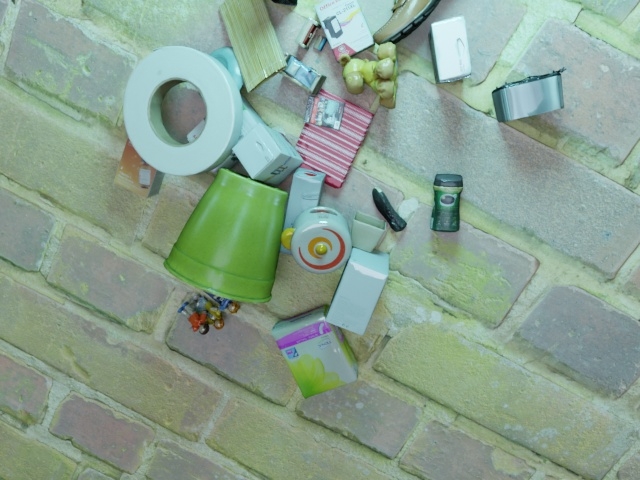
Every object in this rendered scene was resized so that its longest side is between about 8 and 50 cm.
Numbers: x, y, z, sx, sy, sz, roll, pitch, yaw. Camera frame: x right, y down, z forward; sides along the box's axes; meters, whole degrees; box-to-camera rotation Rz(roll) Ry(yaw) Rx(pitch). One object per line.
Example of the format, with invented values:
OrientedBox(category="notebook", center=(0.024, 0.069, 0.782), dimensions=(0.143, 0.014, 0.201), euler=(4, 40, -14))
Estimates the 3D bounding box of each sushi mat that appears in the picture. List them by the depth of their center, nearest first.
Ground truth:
OrientedBox(category="sushi mat", center=(-0.208, -0.623, 1.511), dimensions=(0.151, 0.019, 0.317), euler=(-25, 78, 27))

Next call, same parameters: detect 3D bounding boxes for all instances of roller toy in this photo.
OrientedBox(category="roller toy", center=(0.000, 0.000, 1.561), dimensions=(0.191, 0.146, 0.209), euler=(-38, 110, 15))

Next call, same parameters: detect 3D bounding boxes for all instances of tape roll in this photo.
OrientedBox(category="tape roll", center=(-0.430, -0.398, 1.546), dimensions=(0.391, 0.072, 0.393), euler=(3, 101, 15))

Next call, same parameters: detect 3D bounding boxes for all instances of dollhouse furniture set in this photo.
OrientedBox(category="dollhouse furniture set", center=(-0.028, -0.562, 1.517), dimensions=(0.129, 0.129, 0.184), euler=(31, 107, -2))

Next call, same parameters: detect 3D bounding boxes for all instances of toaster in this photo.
OrientedBox(category="toaster", center=(0.603, -0.416, 1.442), dimensions=(0.167, 0.186, 0.110), euler=(-12, 99, 10))

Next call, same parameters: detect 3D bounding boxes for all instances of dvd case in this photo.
OrientedBox(category="dvd case", center=(0.012, -0.409, 1.589), dimensions=(0.119, 0.013, 0.087), euler=(14, 105, 7))

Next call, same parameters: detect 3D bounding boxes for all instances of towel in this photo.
OrientedBox(category="towel", center=(0.032, -0.328, 1.627), dimensions=(0.198, 0.031, 0.275), euler=(26, 106, 2))

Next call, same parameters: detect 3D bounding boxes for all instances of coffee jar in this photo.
OrientedBox(category="coffee jar", center=(0.408, -0.123, 1.605), dimensions=(0.096, 0.079, 0.185), euler=(4, 107, 10))

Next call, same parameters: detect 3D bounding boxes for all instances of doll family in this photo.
OrientedBox(category="doll family", center=(-0.380, 0.227, 1.806), dimensions=(0.163, 0.118, 0.263), euler=(40, 103, 14))

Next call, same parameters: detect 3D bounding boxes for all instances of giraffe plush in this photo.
OrientedBox(category="giraffe plush", center=(0.142, -0.499, 1.488), dimensions=(0.170, 0.210, 0.182), euler=(2, 130, 13))

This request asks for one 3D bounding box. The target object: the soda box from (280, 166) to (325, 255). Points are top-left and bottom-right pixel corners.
OrientedBox(category="soda box", center=(-0.060, -0.090, 1.656), dimensions=(0.097, 0.091, 0.287), euler=(15, 115, 4))

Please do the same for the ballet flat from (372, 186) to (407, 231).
OrientedBox(category="ballet flat", center=(0.227, -0.106, 1.660), dimensions=(0.049, 0.057, 0.173), euler=(-38, 101, -25))

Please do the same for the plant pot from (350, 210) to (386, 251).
OrientedBox(category="plant pot", center=(0.151, -0.024, 1.656), dimensions=(0.108, 0.109, 0.096), euler=(19, 111, 3))

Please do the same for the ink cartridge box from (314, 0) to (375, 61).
OrientedBox(category="ink cartridge box", center=(0.073, -0.650, 1.507), dimensions=(0.127, 0.072, 0.175), euler=(-23, 102, 14))

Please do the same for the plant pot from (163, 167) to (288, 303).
OrientedBox(category="plant pot", center=(-0.270, -0.033, 1.612), dimensions=(0.366, 0.366, 0.353), euler=(21, 95, 2))

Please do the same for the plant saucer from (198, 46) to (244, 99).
OrientedBox(category="plant saucer", center=(-0.324, -0.528, 1.569), dimensions=(0.194, 0.037, 0.195), euler=(-5, 80, 26))

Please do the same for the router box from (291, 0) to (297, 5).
OrientedBox(category="router box", center=(-0.102, -0.845, 1.389), dimensions=(0.080, 0.243, 0.309), euler=(10, 106, 5))

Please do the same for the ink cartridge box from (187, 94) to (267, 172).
OrientedBox(category="ink cartridge box", center=(-0.300, -0.347, 1.619), dimensions=(0.219, 0.092, 0.160), euler=(-39, 82, 17))

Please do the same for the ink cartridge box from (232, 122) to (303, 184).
OrientedBox(category="ink cartridge box", center=(-0.165, -0.270, 1.576), dimensions=(0.127, 0.176, 0.128), euler=(-39, 76, 16))

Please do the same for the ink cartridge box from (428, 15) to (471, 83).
OrientedBox(category="ink cartridge box", center=(0.367, -0.536, 1.422), dimensions=(0.092, 0.218, 0.159), euler=(-10, 104, 11))

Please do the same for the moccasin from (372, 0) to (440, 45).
OrientedBox(category="moccasin", center=(0.282, -0.725, 1.422), dimensions=(0.147, 0.139, 0.380), euler=(41, 107, -4))

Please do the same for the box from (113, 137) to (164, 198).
OrientedBox(category="box", center=(-0.608, -0.253, 1.705), dimensions=(0.130, 0.091, 0.171), euler=(25, 108, 1))

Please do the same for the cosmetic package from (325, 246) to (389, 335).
OrientedBox(category="cosmetic package", center=(0.127, 0.152, 1.646), dimensions=(0.138, 0.224, 0.225), euler=(20, 108, 3))

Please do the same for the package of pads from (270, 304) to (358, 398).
OrientedBox(category="package of pads", center=(-0.012, 0.401, 1.801), dimensions=(0.229, 0.101, 0.297), euler=(-22, 102, 15))
